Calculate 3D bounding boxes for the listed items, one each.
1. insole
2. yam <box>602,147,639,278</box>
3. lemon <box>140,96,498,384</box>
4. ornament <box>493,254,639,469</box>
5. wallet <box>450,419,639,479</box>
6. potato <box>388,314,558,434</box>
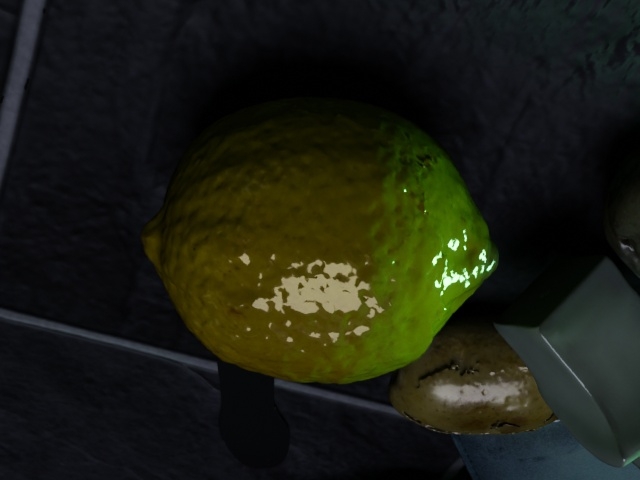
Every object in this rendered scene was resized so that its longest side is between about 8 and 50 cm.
[{"bbox_3d":[-0.060,0.149,0.859,0.064,0.004,0.188,-1,135,1],"label":"insole"},{"bbox_3d":[0.330,0.032,0.661,0.330,0.133,0.133,25,130,-17],"label":"yam"},{"bbox_3d":[-0.003,0.001,0.593,0.193,0.180,0.180,-23,134,-7],"label":"lemon"},{"bbox_3d":[0.242,0.127,0.688,0.285,0.120,0.130,37,83,-24],"label":"ornament"},{"bbox_3d":[0.286,0.216,0.860,0.291,0.054,0.251,-16,119,17],"label":"wallet"},{"bbox_3d":[0.140,0.108,0.766,0.171,0.080,0.107,5,120,-3],"label":"potato"}]
